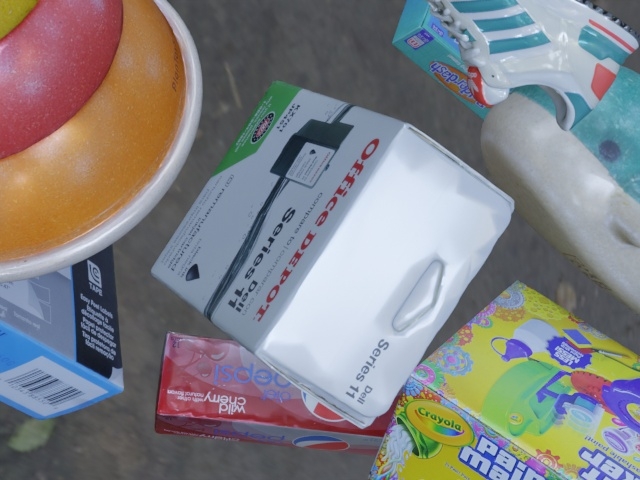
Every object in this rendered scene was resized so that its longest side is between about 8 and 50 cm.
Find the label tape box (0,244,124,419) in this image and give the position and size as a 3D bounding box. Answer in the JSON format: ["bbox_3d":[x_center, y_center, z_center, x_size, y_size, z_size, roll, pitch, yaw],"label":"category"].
[{"bbox_3d":[-0.316,-0.027,1.650,0.115,0.249,0.347,-19,60,22],"label":"label tape box"}]

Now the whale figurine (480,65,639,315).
[{"bbox_3d":[0.255,-0.032,1.343,0.141,0.216,0.272,-44,96,-3],"label":"whale figurine"}]

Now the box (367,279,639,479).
[{"bbox_3d":[0.192,0.242,1.329,0.290,0.279,0.177,34,40,19],"label":"box"}]

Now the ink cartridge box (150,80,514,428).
[{"bbox_3d":[0.000,0.000,0.968,0.087,0.208,0.153,34,87,-25],"label":"ink cartridge box"}]

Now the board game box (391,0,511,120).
[{"bbox_3d":[0.168,-0.236,1.704,0.047,0.160,0.210,-26,35,45],"label":"board game box"}]

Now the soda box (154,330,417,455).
[{"bbox_3d":[-0.036,0.162,1.723,0.263,0.083,0.092,7,69,-4],"label":"soda box"}]

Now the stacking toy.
[{"bbox_3d":[-0.306,-0.217,1.338,0.351,0.480,0.350,-4,58,7],"label":"stacking toy"}]

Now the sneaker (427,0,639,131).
[{"bbox_3d":[0.087,-0.112,0.877,0.161,0.057,0.075,25,102,-18],"label":"sneaker"}]
